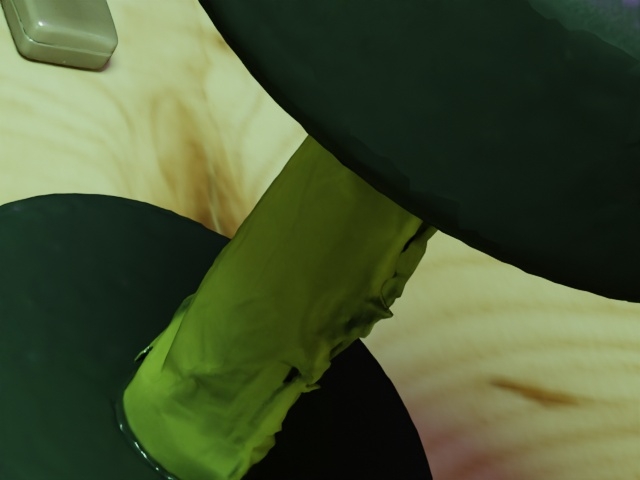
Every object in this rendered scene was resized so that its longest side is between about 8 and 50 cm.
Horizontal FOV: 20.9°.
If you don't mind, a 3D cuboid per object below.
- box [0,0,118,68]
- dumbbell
[{"bbox_3d":[-0.130,-0.129,0.810,0.048,0.025,0.115,6,47,-35],"label":"box"},{"bbox_3d":[0.000,0.000,0.520,0.204,0.322,0.203,23,37,-19],"label":"dumbbell"}]
